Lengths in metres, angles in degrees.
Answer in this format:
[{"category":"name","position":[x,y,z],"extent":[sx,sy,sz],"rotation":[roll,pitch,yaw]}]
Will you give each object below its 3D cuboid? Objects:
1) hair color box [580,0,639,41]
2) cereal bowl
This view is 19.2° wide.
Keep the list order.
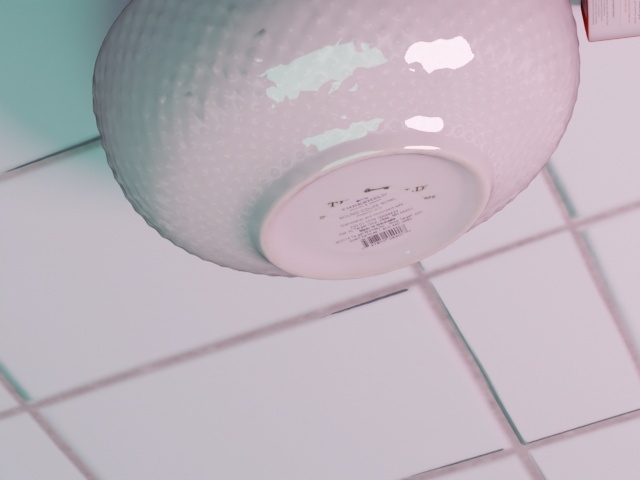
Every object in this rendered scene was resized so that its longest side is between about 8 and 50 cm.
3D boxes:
[{"category":"hair color box","position":[0.253,-0.185,1.323],"extent":[0.141,0.043,0.072],"rotation":[-6,135,3]},{"category":"cereal bowl","position":[0.022,-0.074,1.289],"extent":[0.339,0.141,0.339],"rotation":[-11,149,-7]}]
